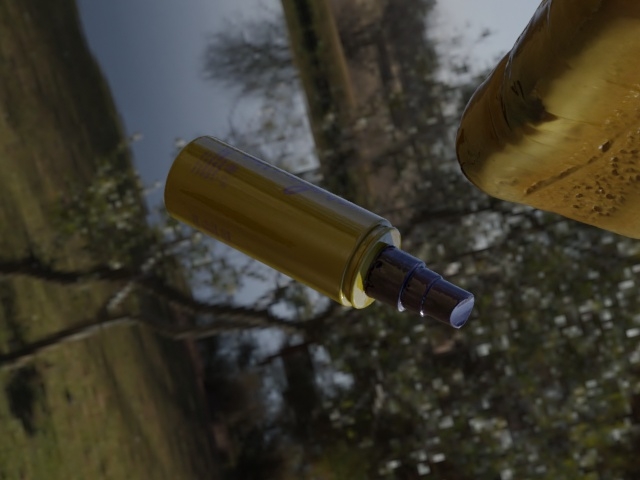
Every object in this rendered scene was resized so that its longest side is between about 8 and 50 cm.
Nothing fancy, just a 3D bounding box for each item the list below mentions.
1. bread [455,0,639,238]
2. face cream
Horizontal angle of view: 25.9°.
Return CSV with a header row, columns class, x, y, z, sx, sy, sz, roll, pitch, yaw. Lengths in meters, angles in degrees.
class,x,y,z,sx,sy,sz,roll,pitch,yaw
bread,0.160,-0.080,0.680,0.305,0.142,0.091,118,-15,-75
face cream,0.000,0.000,1.128,0.078,0.273,0.078,-45,150,-35
